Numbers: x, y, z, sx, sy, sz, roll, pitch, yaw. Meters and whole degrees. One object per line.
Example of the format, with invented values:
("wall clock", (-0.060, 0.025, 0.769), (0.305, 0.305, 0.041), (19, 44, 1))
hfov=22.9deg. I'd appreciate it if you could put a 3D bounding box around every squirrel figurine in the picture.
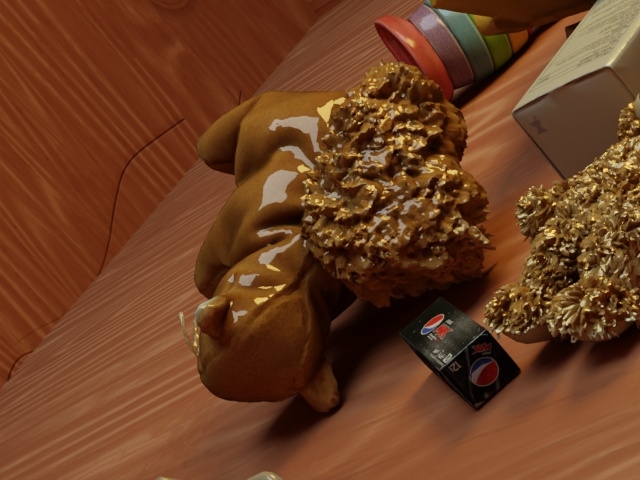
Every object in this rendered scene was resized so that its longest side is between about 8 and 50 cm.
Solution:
("squirrel figurine", (0.000, 0.000, 1.754), (0.397, 0.281, 0.370), (-33, 21, 42))

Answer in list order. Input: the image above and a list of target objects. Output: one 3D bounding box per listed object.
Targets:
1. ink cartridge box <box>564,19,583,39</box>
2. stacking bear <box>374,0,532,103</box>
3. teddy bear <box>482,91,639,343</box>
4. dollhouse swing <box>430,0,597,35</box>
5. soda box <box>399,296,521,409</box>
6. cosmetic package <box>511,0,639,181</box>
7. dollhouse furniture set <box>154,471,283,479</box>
("ink cartridge box", (0.428, -0.276, 1.945), (0.224, 0.056, 0.181), (-22, 13, 1))
("stacking bear", (0.255, -0.342, 2.409), (0.289, 0.175, 0.164), (-34, 10, -4))
("teddy bear", (0.272, -0.033, 1.401), (0.338, 0.113, 0.245), (-44, 15, -10))
("dollhouse swing", (0.308, -0.424, 1.930), (0.347, 0.305, 0.315), (-14, 69, 35))
("soda box", (0.129, 0.104, 1.487), (0.060, 0.053, 0.169), (-41, 13, -2))
("cosmetic package", (0.350, -0.196, 1.676), (0.153, 0.129, 0.296), (-22, 22, 52))
("dollhouse furniture set", (-0.176, 0.277, 1.090), (0.174, 0.355, 0.303), (-33, 54, 35))
